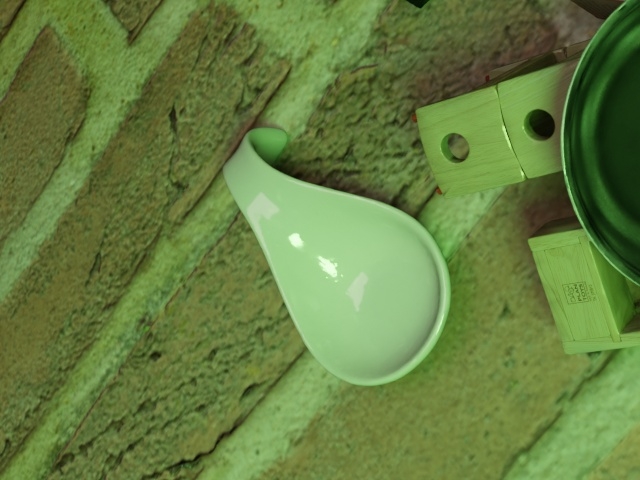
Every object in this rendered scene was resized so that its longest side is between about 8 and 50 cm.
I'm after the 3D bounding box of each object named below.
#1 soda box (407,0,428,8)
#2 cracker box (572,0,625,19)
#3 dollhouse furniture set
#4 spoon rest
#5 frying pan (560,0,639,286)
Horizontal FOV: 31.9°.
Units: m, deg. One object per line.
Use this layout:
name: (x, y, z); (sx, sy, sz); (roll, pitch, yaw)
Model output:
soda box: (0.112, -0.266, 0.885); (0.169, 0.053, 0.060); (-42, 57, 26)
cracker box: (0.286, -0.211, 0.719); (0.232, 0.067, 0.155); (20, 94, 41)
dollhouse furniture set: (0.171, -0.032, 0.762); (0.129, 0.129, 0.183); (-13, 102, 38)
spoon rest: (0.000, 0.000, 0.898); (0.137, 0.084, 0.276); (-55, 51, 16)
frying pan: (0.268, -0.009, 0.658); (0.197, 0.053, 0.326); (-37, 100, -2)
